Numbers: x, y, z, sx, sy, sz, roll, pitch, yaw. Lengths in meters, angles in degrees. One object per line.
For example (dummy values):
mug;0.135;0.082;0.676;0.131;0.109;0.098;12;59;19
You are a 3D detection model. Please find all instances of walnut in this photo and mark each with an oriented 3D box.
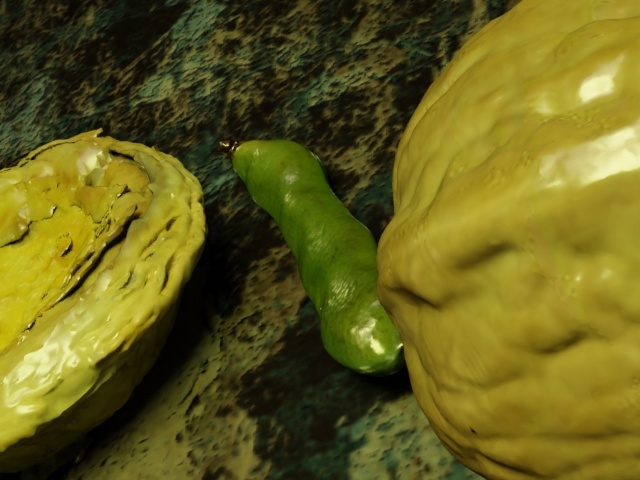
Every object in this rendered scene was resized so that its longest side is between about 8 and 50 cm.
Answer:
walnut;0.126;0.004;0.580;0.228;0.228;0.228;-21;39;18

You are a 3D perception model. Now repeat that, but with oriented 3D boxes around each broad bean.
broad bean;0.001;0.000;0.810;0.052;0.053;0.256;-67;30;22

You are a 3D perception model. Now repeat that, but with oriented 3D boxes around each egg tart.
egg tart;-0.186;0.056;0.854;0.291;0.107;0.290;-22;34;16
